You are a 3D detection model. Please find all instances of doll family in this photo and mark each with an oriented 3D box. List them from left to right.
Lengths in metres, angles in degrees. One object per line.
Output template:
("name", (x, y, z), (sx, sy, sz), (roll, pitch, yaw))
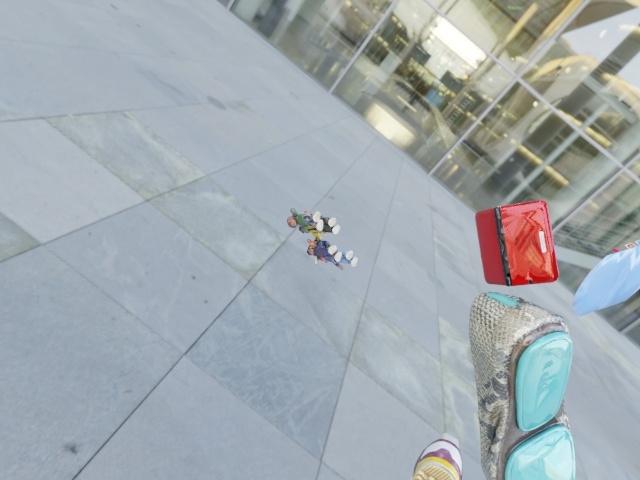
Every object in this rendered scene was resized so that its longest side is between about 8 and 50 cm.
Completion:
("doll family", (0.000, 0.000, 0.940), (0.076, 0.112, 0.192), (-41, 116, -35))

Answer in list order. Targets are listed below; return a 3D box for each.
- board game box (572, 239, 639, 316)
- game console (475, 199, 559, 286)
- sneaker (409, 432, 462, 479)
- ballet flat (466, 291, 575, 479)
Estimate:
("board game box", (0.464, 0.053, 0.694), (0.169, 0.133, 0.033), (-14, 40, -14))
("game console", (0.353, 0.007, 0.790), (0.085, 0.124, 0.143), (-5, 86, -67))
("sneaker", (0.139, 0.337, 0.558), (0.070, 0.185, 0.084), (26, 25, 21))
("ballet flat", (0.331, 0.292, 0.744), (0.182, 0.164, 0.482), (-134, -153, -64))
